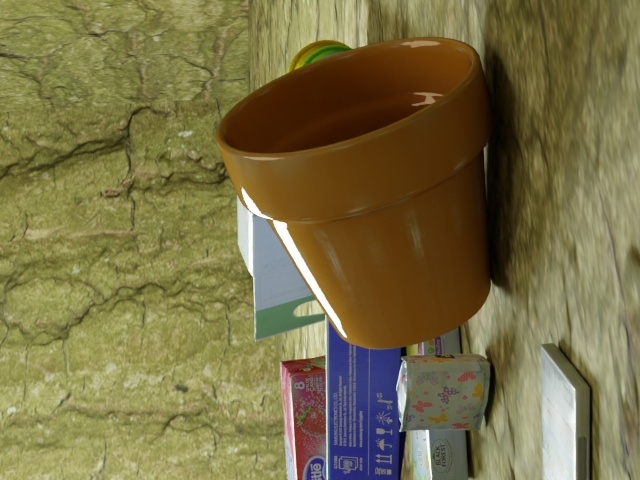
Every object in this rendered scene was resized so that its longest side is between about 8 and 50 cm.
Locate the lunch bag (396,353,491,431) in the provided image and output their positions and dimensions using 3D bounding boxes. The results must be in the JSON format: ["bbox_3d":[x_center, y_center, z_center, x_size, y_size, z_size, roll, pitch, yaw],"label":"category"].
[{"bbox_3d":[0.100,0.118,1.324,0.083,0.071,0.053,92,176,-60],"label":"lunch bag"}]

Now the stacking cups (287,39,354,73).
[{"bbox_3d":[0.035,-0.164,1.737,0.316,0.096,0.096,-143,49,-77],"label":"stacking cups"}]

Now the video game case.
[{"bbox_3d":[0.158,0.138,1.057,0.087,0.011,0.122,-116,23,-73],"label":"video game case"}]

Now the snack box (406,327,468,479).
[{"bbox_3d":[0.103,0.145,1.465,0.100,0.037,0.141,132,135,-83],"label":"snack box"}]

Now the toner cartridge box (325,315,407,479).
[{"bbox_3d":[0.050,0.076,1.593,0.165,0.075,0.348,-79,-10,-57],"label":"toner cartridge box"}]

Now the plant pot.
[{"bbox_3d":[0.046,-0.028,1.246,0.205,0.205,0.188,-108,-1,-67],"label":"plant pot"}]

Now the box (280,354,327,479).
[{"bbox_3d":[0.024,0.268,1.912,0.128,0.122,0.257,-152,58,-82],"label":"box"}]

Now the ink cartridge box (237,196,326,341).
[{"bbox_3d":[0.000,0.000,1.713,0.235,0.171,0.056,94,156,-55],"label":"ink cartridge box"}]
